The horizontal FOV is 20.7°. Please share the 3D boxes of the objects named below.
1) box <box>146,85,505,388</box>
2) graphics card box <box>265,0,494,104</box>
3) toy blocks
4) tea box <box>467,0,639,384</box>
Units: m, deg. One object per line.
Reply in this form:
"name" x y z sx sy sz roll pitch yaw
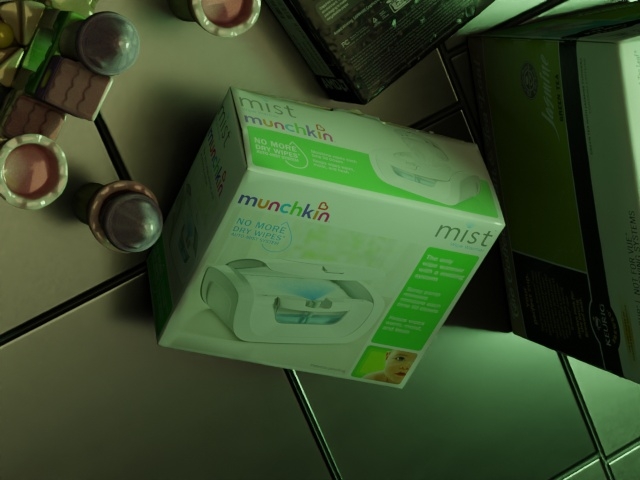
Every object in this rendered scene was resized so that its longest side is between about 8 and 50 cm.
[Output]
"box" 0.000 0.000 1.642 0.262 0.126 0.231 13 129 -23
"graphics card box" 0.013 -0.342 1.672 0.233 0.094 0.371 -41 108 -13
"toy blocks" -0.227 -0.161 1.511 0.309 0.260 0.288 26 88 -23
"tea box" 0.323 -0.059 1.708 0.220 0.323 0.329 -14 103 -19
